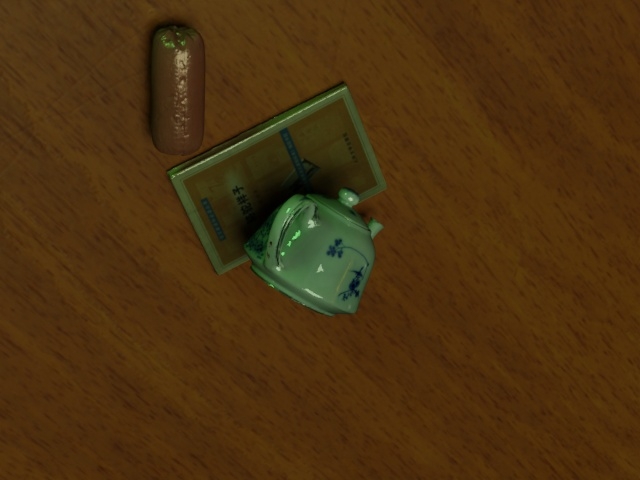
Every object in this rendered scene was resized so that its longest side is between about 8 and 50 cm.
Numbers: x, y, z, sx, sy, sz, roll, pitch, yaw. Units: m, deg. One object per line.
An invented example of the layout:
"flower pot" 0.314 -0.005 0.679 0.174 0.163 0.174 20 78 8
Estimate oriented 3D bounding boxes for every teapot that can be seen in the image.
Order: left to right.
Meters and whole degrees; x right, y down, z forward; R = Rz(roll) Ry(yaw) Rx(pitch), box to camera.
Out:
"teapot" 0.000 0.000 2.076 0.159 0.159 0.232 -49 155 11

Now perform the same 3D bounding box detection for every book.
"book" -0.049 -0.073 2.106 0.241 0.018 0.170 -28 128 -5

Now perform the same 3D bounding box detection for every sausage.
"sausage" -0.162 -0.171 1.965 0.062 0.062 0.154 -9 123 -19
